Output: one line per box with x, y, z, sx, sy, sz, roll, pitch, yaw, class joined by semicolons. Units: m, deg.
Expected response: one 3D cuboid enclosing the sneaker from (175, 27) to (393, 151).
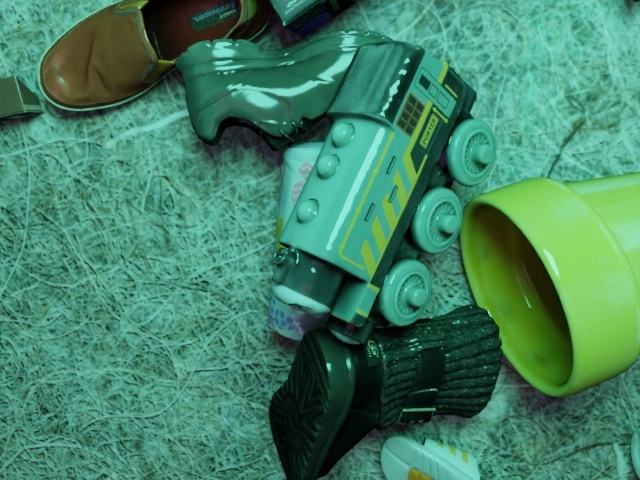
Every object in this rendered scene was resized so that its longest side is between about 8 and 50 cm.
-0.026;-0.178;0.710;0.287;0.109;0.130;-7;85;0;sneaker

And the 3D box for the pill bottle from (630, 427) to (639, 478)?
0.526;0.308;0.818;0.137;0.078;0.078;1;104;5;pill bottle

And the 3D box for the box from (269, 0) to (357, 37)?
-0.045;-0.391;0.651;0.143;0.165;0.270;-31;100;12;box

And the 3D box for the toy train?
0.065;-0.053;0.642;0.190;0.142;0.333;29;84;-39;toy train

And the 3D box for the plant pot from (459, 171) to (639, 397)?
0.332;0.026;0.694;0.239;0.254;0.253;-21;102;-6;plant pot

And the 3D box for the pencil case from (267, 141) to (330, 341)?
0.000;0.000;0.774;0.124;0.113;0.273;2;105;-22;pencil case

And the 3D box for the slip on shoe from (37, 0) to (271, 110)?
-0.224;-0.258;0.737;0.332;0.101;0.123;-17;104;11;slip on shoe

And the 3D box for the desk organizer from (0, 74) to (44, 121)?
-0.463;-0.191;0.804;0.130;0.047;0.050;-10;100;8;desk organizer

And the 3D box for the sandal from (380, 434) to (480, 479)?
0.215;0.368;0.862;0.265;0.076;0.102;28;119;12;sandal

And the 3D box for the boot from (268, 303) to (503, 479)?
0.082;0.229;0.812;0.260;0.131;0.348;-5;143;-24;boot
